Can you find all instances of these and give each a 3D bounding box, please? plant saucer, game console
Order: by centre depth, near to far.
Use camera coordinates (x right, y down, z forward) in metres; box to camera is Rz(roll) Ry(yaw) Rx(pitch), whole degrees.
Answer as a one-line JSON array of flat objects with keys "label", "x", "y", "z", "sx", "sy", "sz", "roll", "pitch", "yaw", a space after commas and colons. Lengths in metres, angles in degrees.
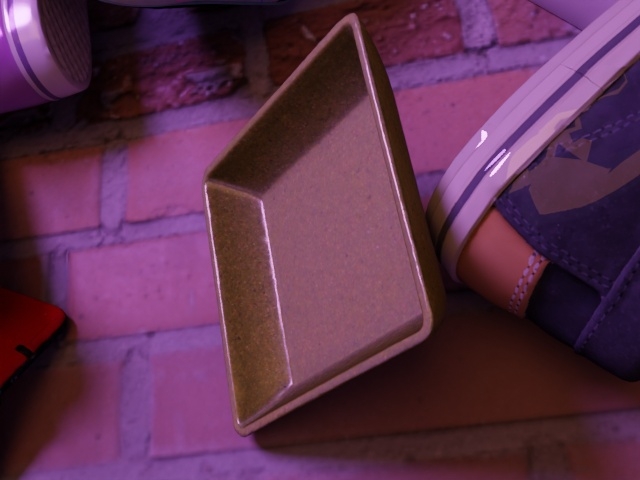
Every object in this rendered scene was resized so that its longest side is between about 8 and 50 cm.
[{"label": "plant saucer", "x": 0.000, "y": 0.000, "z": 0.467, "sx": 0.188, "sy": 0.045, "sz": 0.188, "roll": -38, "pitch": 55, "yaw": 45}, {"label": "game console", "x": -0.260, "y": 0.096, "z": 0.551, "sx": 0.143, "sy": 0.085, "sz": 0.124, "roll": 16, "pitch": 42, "yaw": 18}]

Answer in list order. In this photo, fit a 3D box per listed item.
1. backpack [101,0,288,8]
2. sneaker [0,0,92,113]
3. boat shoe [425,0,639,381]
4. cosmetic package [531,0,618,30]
[{"label": "backpack", "x": -0.110, "y": -0.240, "z": 0.540, "sx": 0.188, "sy": 0.144, "sz": 0.166, "roll": -23, "pitch": 61, "yaw": -34}, {"label": "sneaker", "x": -0.269, "y": -0.214, "z": 0.622, "sx": 0.160, "sy": 0.102, "sz": 0.282, "roll": -15, "pitch": 57, "yaw": 13}, {"label": "boat shoe", "x": 0.281, "y": -0.122, "z": 0.421, "sx": 0.500, "sy": 0.187, "sz": 0.156, "roll": -43, "pitch": 67, "yaw": 1}, {"label": "cosmetic package", "x": 0.158, "y": -0.231, "z": 0.556, "sx": 0.239, "sy": 0.060, "sz": 0.099, "roll": 39, "pitch": 81, "yaw": 24}]
